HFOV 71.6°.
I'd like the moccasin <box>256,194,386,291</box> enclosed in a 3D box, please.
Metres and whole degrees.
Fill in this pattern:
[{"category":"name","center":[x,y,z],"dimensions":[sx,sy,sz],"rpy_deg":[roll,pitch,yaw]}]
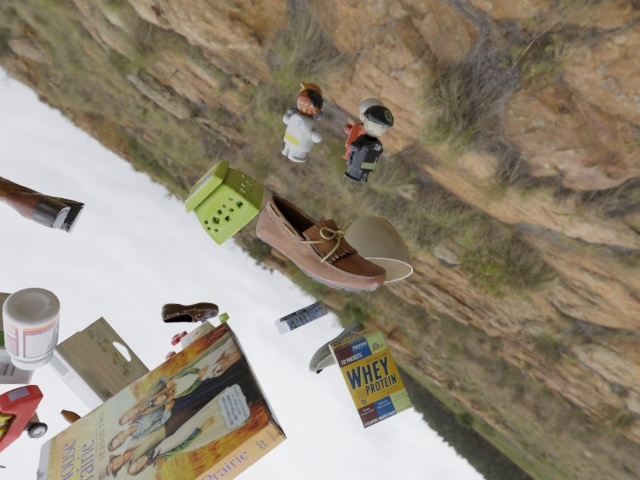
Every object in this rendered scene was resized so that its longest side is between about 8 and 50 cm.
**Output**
[{"category":"moccasin","center":[0.002,0.000,1.097],"dimensions":[0.380,0.147,0.139],"rpy_deg":[35,-152,35]}]

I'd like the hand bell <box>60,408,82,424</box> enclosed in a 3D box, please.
[{"category":"hand bell","center":[-0.836,0.675,1.596],"dimensions":[0.242,0.126,0.126],"rpy_deg":[24,179,10]}]

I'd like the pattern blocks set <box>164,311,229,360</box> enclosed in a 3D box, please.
[{"category":"pattern blocks set","center":[-0.483,0.381,1.755],"dimensions":[0.026,0.285,0.325],"rpy_deg":[59,173,-16]}]

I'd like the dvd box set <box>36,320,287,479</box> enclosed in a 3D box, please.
[{"category":"dvd box set","center":[-0.296,0.355,0.784],"dimensions":[0.307,0.420,0.062],"rpy_deg":[42,163,56]}]

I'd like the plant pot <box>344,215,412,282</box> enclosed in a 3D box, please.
[{"category":"plant pot","center":[0.185,0.024,1.607],"dimensions":[0.284,0.191,0.284],"rpy_deg":[2,158,1]}]

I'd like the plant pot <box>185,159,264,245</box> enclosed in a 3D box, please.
[{"category":"plant pot","center":[-0.369,-0.160,1.685],"dimensions":[0.207,0.227,0.228],"rpy_deg":[43,-160,-22]}]

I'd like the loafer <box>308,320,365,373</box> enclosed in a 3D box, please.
[{"category":"loafer","center":[0.067,0.386,1.547],"dimensions":[0.087,0.251,0.094],"rpy_deg":[49,178,28]}]

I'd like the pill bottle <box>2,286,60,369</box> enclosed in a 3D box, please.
[{"category":"pill bottle","center":[-0.746,0.233,1.150],"dimensions":[0.121,0.221,0.121],"rpy_deg":[18,-142,-15]}]

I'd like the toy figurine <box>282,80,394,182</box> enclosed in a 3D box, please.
[{"category":"toy figurine","center":[0.032,-0.231,0.897],"dimensions":[0.209,0.148,0.213],"rpy_deg":[18,-155,-5]}]

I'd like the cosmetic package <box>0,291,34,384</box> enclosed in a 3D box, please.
[{"category":"cosmetic package","center":[-1.141,0.345,1.607],"dimensions":[0.197,0.155,0.365],"rpy_deg":[15,-162,-39]}]

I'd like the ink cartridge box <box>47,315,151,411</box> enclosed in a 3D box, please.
[{"category":"ink cartridge box","center":[-0.735,0.431,1.503],"dimensions":[0.296,0.066,0.261],"rpy_deg":[52,-169,-7]}]

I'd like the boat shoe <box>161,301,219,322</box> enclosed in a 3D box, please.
[{"category":"boat shoe","center":[-0.469,0.271,1.611],"dimensions":[0.206,0.073,0.073],"rpy_deg":[0,-146,-23]}]

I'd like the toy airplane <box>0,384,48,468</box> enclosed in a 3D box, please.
[{"category":"toy airplane","center":[-1.116,0.641,1.393],"dimensions":[0.272,0.385,0.384],"rpy_deg":[70,-164,-47]}]

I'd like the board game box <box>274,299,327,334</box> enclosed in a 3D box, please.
[{"category":"board game box","center":[-0.053,0.272,1.612],"dimensions":[0.060,0.194,0.194],"rpy_deg":[65,158,7]}]

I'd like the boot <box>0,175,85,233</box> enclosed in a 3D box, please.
[{"category":"boot","center":[-0.777,-0.113,1.138],"dimensions":[0.280,0.096,0.264],"rpy_deg":[26,-177,-12]}]

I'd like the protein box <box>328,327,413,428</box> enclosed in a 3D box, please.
[{"category":"protein box","center":[0.126,0.357,1.194],"dimensions":[0.200,0.135,0.201],"rpy_deg":[107,141,-82]}]
